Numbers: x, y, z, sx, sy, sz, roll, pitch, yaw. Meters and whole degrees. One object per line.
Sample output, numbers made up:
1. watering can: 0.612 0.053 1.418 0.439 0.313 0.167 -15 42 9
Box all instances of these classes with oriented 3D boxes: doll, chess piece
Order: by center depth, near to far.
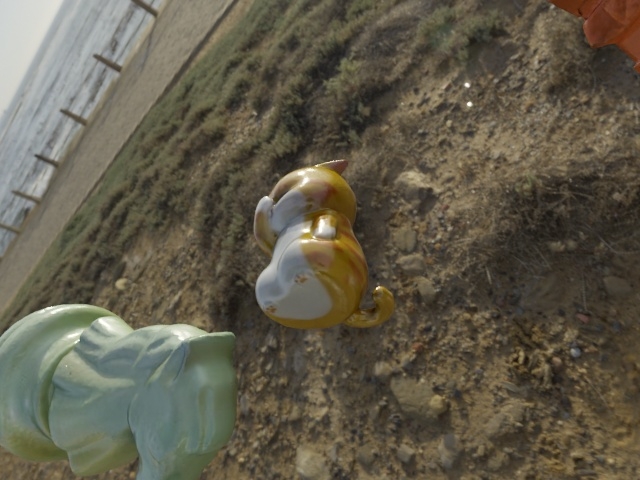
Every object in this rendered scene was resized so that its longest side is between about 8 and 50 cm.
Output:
1. chess piece: -0.193 0.159 0.491 0.298 0.176 0.175 0 67 38
2. doll: -0.012 0.003 0.745 0.167 0.162 0.269 -38 47 35

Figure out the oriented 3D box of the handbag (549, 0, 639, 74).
1. handbag: 0.533 -0.301 0.618 0.116 0.410 0.303 -37 -13 -21
